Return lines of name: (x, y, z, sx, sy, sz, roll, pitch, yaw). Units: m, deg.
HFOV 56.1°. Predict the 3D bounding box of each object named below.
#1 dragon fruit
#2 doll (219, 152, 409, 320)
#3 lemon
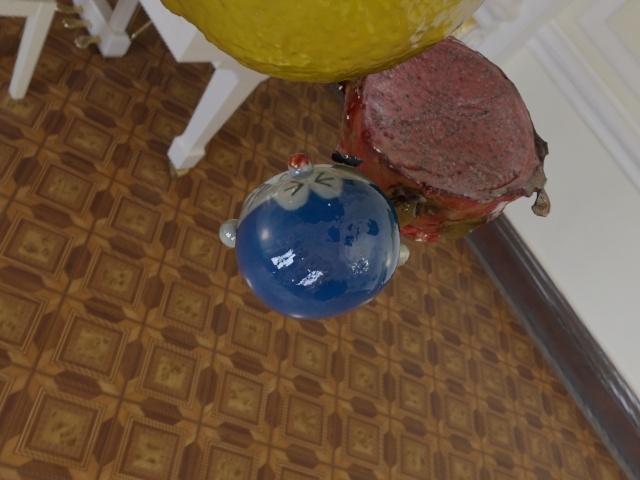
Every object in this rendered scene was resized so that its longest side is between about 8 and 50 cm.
dragon fruit: (0.149, -0.114, 0.925, 0.295, 0.263, 0.315, -16, 74, -23)
doll: (0.000, 0.000, 0.642, 0.215, 0.257, 0.161, -2, 86, -6)
lemon: (0.015, -0.203, 0.360, 0.204, 0.260, 0.204, 60, 10, -17)
